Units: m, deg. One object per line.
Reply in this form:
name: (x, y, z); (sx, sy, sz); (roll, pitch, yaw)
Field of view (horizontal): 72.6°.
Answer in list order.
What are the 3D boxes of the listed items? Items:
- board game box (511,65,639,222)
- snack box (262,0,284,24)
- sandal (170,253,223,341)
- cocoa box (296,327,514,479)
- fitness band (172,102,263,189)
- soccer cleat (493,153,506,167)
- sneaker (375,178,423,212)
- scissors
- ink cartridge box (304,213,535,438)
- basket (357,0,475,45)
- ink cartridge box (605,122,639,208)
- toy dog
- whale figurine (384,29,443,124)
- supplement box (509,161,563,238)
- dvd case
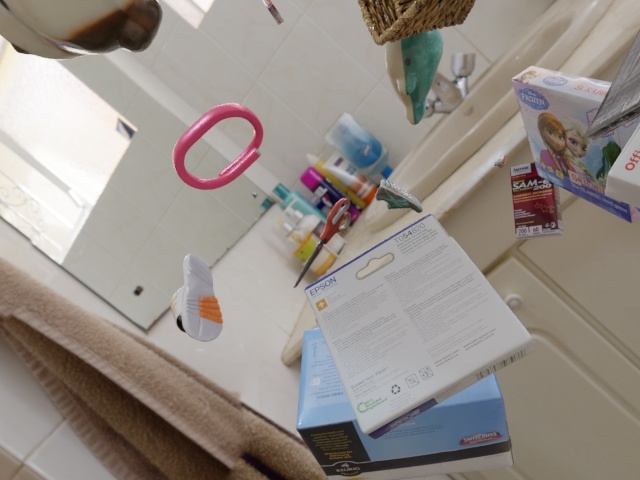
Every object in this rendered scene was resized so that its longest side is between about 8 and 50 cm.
board game box: (0.615, -0.236, 1.035); (0.066, 0.318, 0.319); (-33, 32, 3)
snack box: (-0.156, -0.676, 1.211); (0.022, 0.178, 0.064); (-33, -27, 11)
sandal: (-0.282, 0.137, 0.966); (0.076, 0.102, 0.265); (-42, 35, 13)
cocoa box: (0.154, 0.294, 0.840); (0.347, 0.228, 0.231); (-14, 35, 12)
fitness band: (-0.297, -0.270, 1.285); (0.291, 0.209, 0.054); (-40, 51, 9)
soccer cleat: (0.666, -0.294, 1.619); (0.083, 0.035, 0.029); (62, -142, -69)
sneaker: (0.245, -0.125, 1.380); (0.076, 0.166, 0.065); (-56, 10, 21)
scissors: (0.000, 0.000, 1.253); (0.297, 0.021, 0.109); (-49, -34, -23)
ink cartridge box: (0.111, 0.100, 0.570); (0.223, 0.045, 0.224); (-31, 49, 6)
basket: (0.184, -0.606, 0.908); (0.223, 0.299, 0.213); (-16, -11, -6)
ink cartridge box: (0.581, -0.106, 0.668); (0.148, 0.203, 0.086); (-56, -34, -1)
toy dog: (-0.343, -0.420, 0.608); (0.395, 0.408, 0.284); (-22, -30, 14)
whale figurine: (0.258, -0.447, 1.147); (0.141, 0.272, 0.216); (-4, 42, 22)
supplement box: (0.697, -0.130, 1.410); (0.130, 0.239, 0.073); (-9, -11, 40)
dvd case: (0.398, -0.238, 0.510); (0.221, 0.018, 0.164); (-66, -12, 6)
